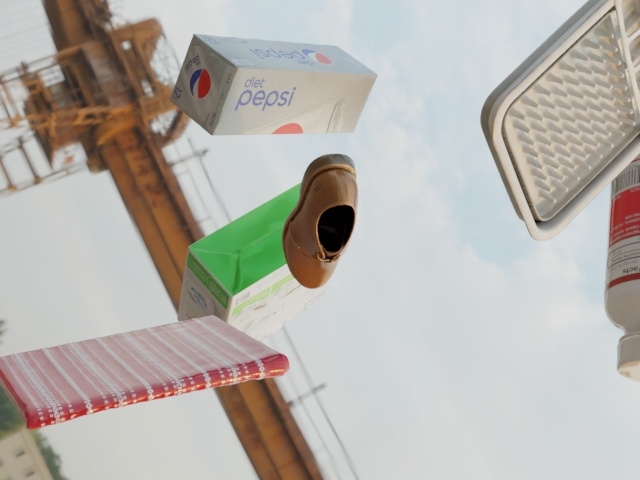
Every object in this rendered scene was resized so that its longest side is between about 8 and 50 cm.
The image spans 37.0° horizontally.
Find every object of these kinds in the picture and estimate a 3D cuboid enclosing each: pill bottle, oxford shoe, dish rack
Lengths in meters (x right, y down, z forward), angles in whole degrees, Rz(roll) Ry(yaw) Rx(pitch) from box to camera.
[{"bbox_3d":[0.612,0.036,1.656,0.229,0.229,0.408,132,-29,-66],"label":"pill bottle"},{"bbox_3d":[0.000,0.000,1.079,0.212,0.076,0.076,101,-18,-53],"label":"oxford shoe"},{"bbox_3d":[0.358,-0.189,1.327,0.072,0.333,0.285,36,-15,44],"label":"dish rack"}]

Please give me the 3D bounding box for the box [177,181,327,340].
[{"bbox_3d":[-0.101,0.059,1.659,0.127,0.262,0.231,46,-32,19],"label":"box"}]

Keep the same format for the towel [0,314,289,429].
[{"bbox_3d":[-0.192,0.135,1.010,0.199,0.274,0.031,17,-67,60],"label":"towel"}]

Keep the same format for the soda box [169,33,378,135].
[{"bbox_3d":[-0.054,-0.201,1.257,0.091,0.286,0.098,39,-62,29],"label":"soda box"}]
